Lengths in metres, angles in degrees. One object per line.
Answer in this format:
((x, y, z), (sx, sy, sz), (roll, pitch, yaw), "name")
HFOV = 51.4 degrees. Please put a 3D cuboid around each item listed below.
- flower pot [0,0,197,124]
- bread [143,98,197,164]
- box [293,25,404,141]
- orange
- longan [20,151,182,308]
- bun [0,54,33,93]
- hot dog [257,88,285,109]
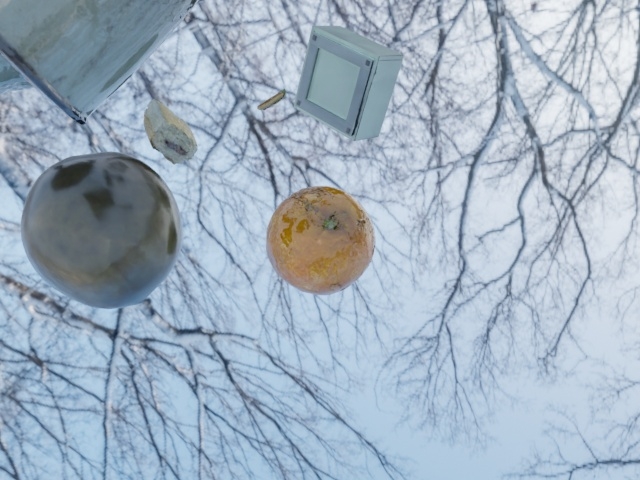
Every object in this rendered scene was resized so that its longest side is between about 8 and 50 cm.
((-0.294, -0.363, 0.856), (0.330, 0.293, 0.293), (-42, -132, -3), "flower pot")
((-0.328, -0.229, 1.431), (0.082, 0.125, 0.106), (-42, -128, 6), "bread")
((0.065, -0.408, 1.720), (0.225, 0.225, 0.117), (34, -147, 29), "box")
((0.000, 0.000, 1.483), (0.246, 0.246, 0.246), (-11, -133, 13), "orange")
((-0.418, -0.022, 1.291), (0.318, 0.319, 0.319), (-11, -133, 13), "longan")
((-0.608, -0.376, 1.212), (0.354, 0.194, 0.354), (7, -136, -6), "bun")
((-0.115, -0.334, 1.595), (0.083, 0.021, 0.037), (-25, -167, 25), "hot dog")
